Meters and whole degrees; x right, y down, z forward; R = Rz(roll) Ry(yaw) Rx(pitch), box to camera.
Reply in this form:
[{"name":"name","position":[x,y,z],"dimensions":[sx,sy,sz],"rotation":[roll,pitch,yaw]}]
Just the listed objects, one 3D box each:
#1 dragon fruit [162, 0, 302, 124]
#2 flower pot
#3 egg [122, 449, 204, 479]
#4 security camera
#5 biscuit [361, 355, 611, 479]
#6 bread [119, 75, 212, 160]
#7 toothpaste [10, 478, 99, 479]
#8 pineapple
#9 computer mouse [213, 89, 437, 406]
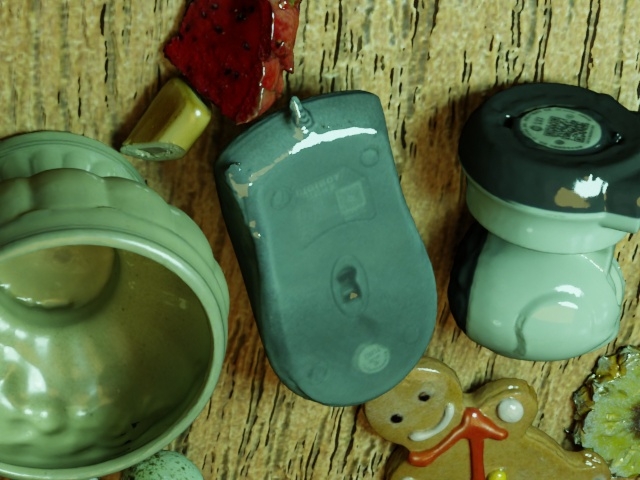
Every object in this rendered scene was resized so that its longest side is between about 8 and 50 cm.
[{"name":"dragon fruit","position":[-0.056,-0.215,1.531],"dimensions":[0.092,0.122,0.192],"rotation":[-16,132,-55]},{"name":"flower pot","position":[-0.242,0.049,1.525],"dimensions":[0.308,0.244,0.307],"rotation":[-7,124,-10]},{"name":"egg","position":[-0.166,0.273,1.778],"dimensions":[0.085,0.085,0.110],"rotation":[-34,130,7]},{"name":"security camera","position":[0.225,0.000,1.658],"dimensions":[0.191,0.197,0.277],"rotation":[10,126,10]},{"name":"biscuit","position":[0.170,0.240,1.858],"dimensions":[0.205,0.049,0.324],"rotation":[-35,118,19]},{"name":"bread","position":[-0.144,-0.103,1.565],"dimensions":[0.049,0.062,0.103],"rotation":[15,119,-48]},{"name":"toothpaste","position":[-0.293,0.242,1.740],"dimensions":[0.100,0.066,0.323],"rotation":[-28,129,-3]},{"name":"pineapple","position":[0.390,0.195,1.907],"dimensions":[0.221,0.047,0.221],"rotation":[-7,122,-11]},{"name":"computer mouse","position":[0.000,0.000,1.629],"dimensions":[0.188,0.122,0.370],"rotation":[-25,128,-14]}]
